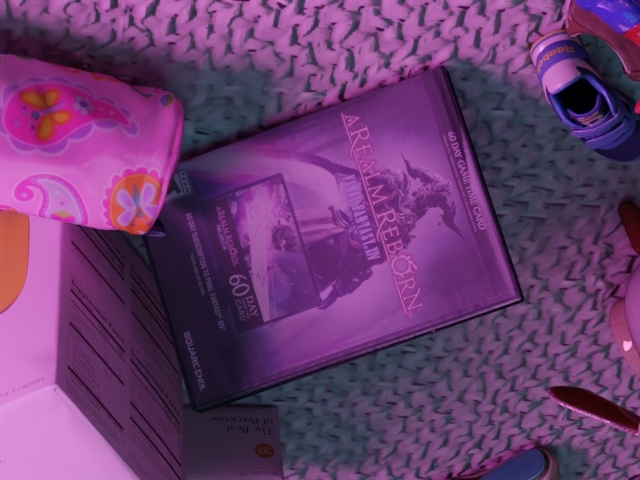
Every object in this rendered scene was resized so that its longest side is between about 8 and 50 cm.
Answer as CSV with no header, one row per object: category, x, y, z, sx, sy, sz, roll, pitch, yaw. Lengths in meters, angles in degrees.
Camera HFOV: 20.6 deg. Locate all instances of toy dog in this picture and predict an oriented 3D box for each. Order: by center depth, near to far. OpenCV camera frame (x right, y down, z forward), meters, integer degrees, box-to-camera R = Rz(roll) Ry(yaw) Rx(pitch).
toy dog,0.286,0.073,1.413,0.220,0.334,0.161,-40,103,7

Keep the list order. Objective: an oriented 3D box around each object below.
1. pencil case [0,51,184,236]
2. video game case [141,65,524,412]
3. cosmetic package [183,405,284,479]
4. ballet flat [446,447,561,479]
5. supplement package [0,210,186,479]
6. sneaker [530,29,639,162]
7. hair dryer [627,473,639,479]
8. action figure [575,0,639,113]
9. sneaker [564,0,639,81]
pencil case,-0.243,-0.084,1.320,0.284,0.124,0.124,10,129,-16
video game case,0.000,0.000,1.385,0.274,0.196,0.026,-20,168,11
cosmetic package,-0.155,0.199,1.585,0.239,0.099,0.060,1,131,-8
ballet flat,0.154,0.252,1.696,0.168,0.057,0.052,-22,139,13
supplement package,-0.238,0.116,1.394,0.199,0.263,0.198,-23,129,13
sneaker,0.215,-0.101,1.392,0.053,0.059,0.144,-35,127,19
hair dryer,0.399,0.125,1.520,0.080,0.223,0.293,46,114,6
action figure,0.136,-0.202,1.258,0.139,0.091,0.280,-29,109,31
sneaker,0.273,-0.149,1.367,0.188,0.066,0.071,30,138,-22
